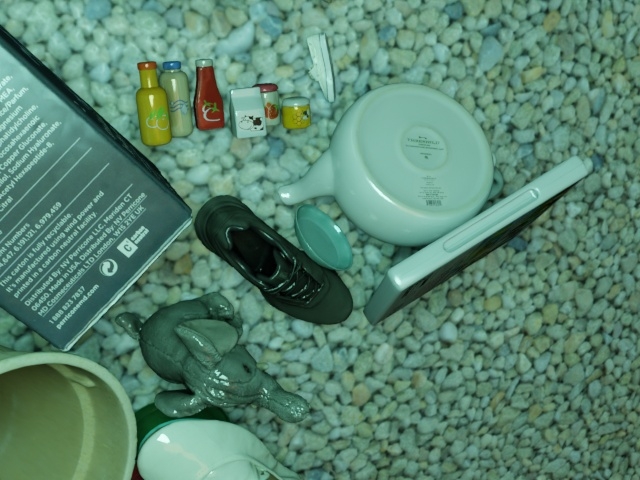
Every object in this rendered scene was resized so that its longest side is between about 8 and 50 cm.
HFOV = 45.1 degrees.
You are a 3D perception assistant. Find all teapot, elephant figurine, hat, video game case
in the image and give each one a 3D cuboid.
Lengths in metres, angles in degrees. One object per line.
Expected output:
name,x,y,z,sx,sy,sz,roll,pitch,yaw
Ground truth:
teapot,0.118,-0.091,1.126,0.256,0.187,0.252,40,61,3
elephant figurine,-0.153,0.172,1.067,0.186,0.239,0.170,-27,113,-11
hat,-0.214,0.349,1.117,0.208,0.183,0.173,-10,117,-13
video game case,0.208,0.013,1.129,0.299,0.329,0.036,-31,79,-9

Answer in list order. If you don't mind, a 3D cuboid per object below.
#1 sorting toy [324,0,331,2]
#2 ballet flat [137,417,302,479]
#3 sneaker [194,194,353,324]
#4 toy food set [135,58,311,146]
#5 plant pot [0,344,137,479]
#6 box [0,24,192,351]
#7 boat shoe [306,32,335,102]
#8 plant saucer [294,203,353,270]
sorting toy,-0.003,-0.431,0.996,0.038,0.193,0.208,17,99,17
ballet flat,-0.106,0.369,1.123,0.139,0.139,0.400,-44,141,-3
sneaker,-0.057,0.050,1.128,0.286,0.130,0.109,34,91,-27
toy food set,-0.132,-0.197,1.035,0.232,0.111,0.105,-9,109,-15
plant pot,-0.443,0.237,0.907,0.333,0.305,0.334,-28,127,-44
box,-0.376,-0.113,0.871,0.212,0.293,0.395,-47,116,-2
boat shoe,-0.001,-0.248,1.116,0.035,0.035,0.100,-7,115,10
plant saucer,0.000,0.000,1.152,0.119,0.119,0.021,37,119,-25
